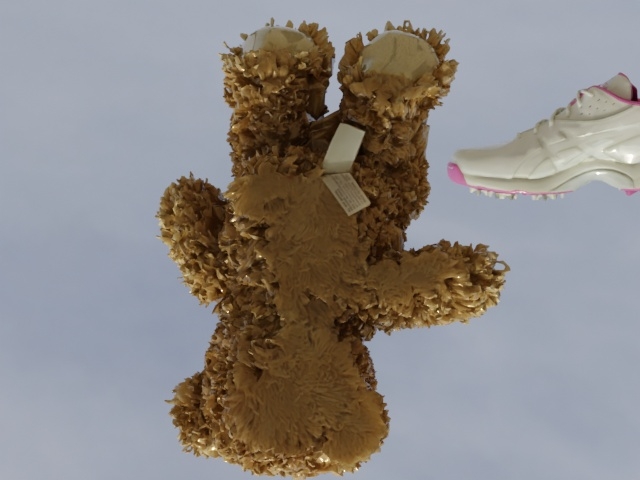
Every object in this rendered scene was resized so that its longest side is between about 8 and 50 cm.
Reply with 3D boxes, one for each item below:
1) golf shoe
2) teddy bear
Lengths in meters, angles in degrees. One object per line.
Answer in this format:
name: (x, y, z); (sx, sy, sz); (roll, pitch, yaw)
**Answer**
golf shoe: (0.292, -0.116, 1.806); (0.306, 0.140, 0.115); (-2, -170, 12)
teddy bear: (0.000, 0.000, 1.119); (0.245, 0.113, 0.338); (-10, -107, 1)
